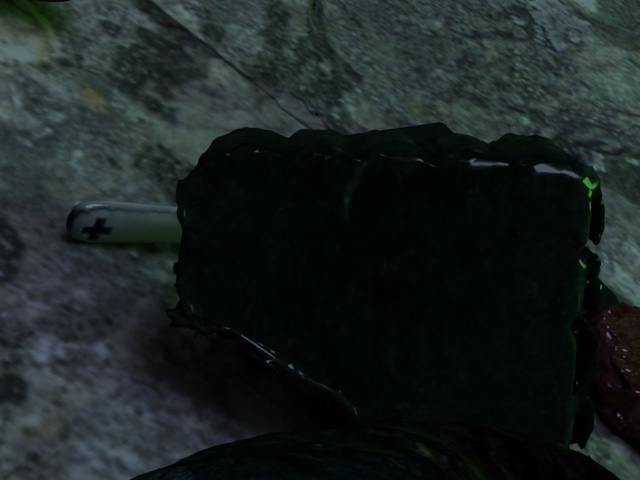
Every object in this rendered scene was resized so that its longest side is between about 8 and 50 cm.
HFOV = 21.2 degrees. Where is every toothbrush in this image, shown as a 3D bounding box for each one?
[{"bbox_3d":[0.001,0.001,0.949,0.304,0.030,0.030,5,41,-33],"label":"toothbrush"}]

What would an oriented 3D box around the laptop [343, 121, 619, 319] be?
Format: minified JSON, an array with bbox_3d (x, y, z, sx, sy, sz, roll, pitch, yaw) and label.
[{"bbox_3d":[0.093,-0.009,1.069,0.129,0.016,0.180,-11,52,-48],"label":"laptop"}]

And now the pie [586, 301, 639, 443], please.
[{"bbox_3d":[0.225,0.090,1.024,0.154,0.038,0.153,20,34,-14],"label":"pie"}]

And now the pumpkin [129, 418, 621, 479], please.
[{"bbox_3d":[0.021,0.164,0.535,0.293,0.263,0.197,21,29,-22],"label":"pumpkin"}]

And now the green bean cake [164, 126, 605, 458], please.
[{"bbox_3d":[0.029,0.040,0.840,0.208,0.193,0.107,2,17,-3],"label":"green bean cake"}]
